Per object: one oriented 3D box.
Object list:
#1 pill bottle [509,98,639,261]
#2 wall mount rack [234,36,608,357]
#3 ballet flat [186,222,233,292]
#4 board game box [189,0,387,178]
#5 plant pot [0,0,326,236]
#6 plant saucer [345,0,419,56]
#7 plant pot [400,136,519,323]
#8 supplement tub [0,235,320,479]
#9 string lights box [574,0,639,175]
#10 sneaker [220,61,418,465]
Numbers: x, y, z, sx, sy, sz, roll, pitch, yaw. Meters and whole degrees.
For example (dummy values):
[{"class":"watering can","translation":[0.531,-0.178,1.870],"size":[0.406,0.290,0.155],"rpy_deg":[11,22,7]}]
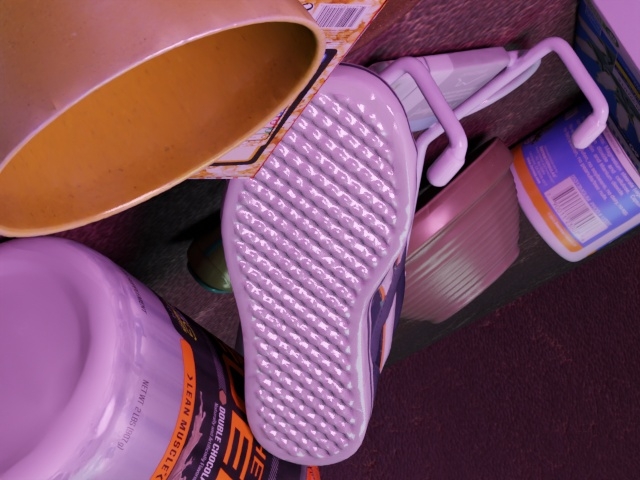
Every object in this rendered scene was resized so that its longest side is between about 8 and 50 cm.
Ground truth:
[{"class":"pill bottle","translation":[0.353,-0.106,1.490],"size":[0.272,0.152,0.152],"rpy_deg":[-34,168,20]},{"class":"wall mount rack","translation":[0.060,-0.044,1.105],"size":[0.350,0.130,0.304],"rpy_deg":[-16,162,-47]},{"class":"ballet flat","translation":[-0.039,0.011,1.245],"size":[0.073,0.080,0.232],"rpy_deg":[-49,164,17]},{"class":"board game box","translation":[-0.072,-0.091,0.694],"size":[0.146,0.045,0.193],"rpy_deg":[-2,156,-27]},{"class":"plant pot","translation":[-0.079,-0.076,0.473],"size":[0.134,0.095,0.134],"rpy_deg":[-29,168,-7]},{"class":"plant saucer","translation":[0.003,-0.143,0.779],"size":[0.198,0.036,0.198],"rpy_deg":[-28,168,-7]},{"class":"plant pot","translation":[0.126,0.009,1.386],"size":[0.237,0.110,0.237],"rpy_deg":[-41,180,0]},{"class":"supplement tub","translation":[-0.143,0.152,1.006],"size":[0.207,0.207,0.338],"rpy_deg":[-31,145,10]},{"class":"string lights box","translation":[0.290,-0.153,1.180],"size":[0.076,0.133,0.260],"rpy_deg":[-31,168,3]},{"class":"sneaker","translation":[0.000,0.000,0.919],"size":[0.127,0.126,0.321],"rpy_deg":[-74,173,-51]}]
